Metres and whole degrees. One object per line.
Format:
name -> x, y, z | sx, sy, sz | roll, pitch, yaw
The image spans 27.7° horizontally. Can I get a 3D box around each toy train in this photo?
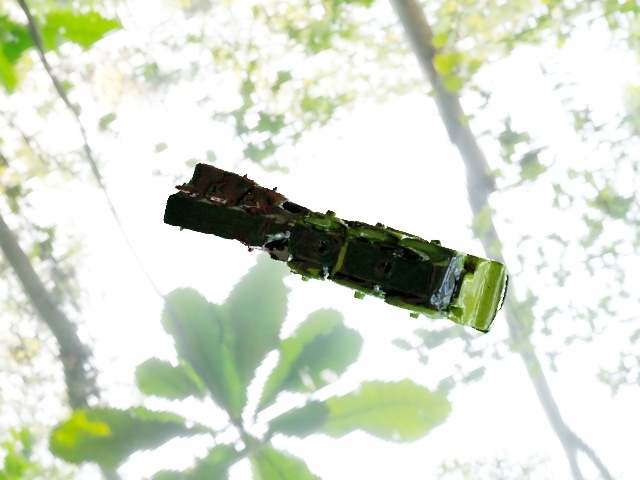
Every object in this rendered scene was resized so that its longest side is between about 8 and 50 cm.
toy train -> 0.000, 0.000, 0.825 | 0.250, 0.085, 0.053 | 20, -88, 42
